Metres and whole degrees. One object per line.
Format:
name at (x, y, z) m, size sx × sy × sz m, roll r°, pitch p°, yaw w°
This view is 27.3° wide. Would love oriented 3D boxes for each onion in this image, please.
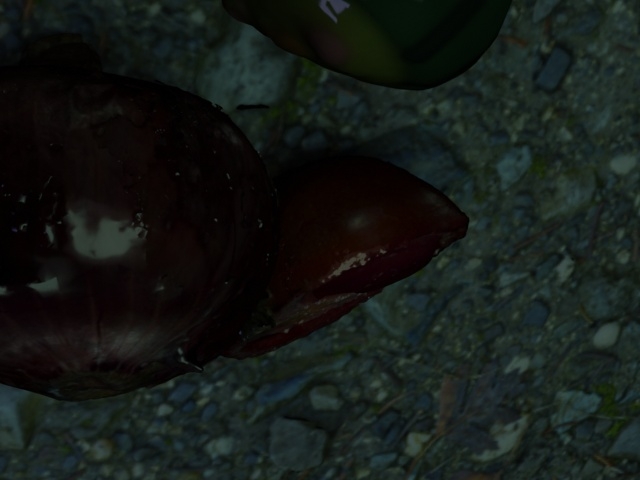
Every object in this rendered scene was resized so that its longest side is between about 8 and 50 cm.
onion at (-0.144, -0.017, 0.760) m, size 0.252 × 0.219 × 0.252 m, roll -7°, pitch 155°, yaw -3°

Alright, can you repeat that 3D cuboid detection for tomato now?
tomato at (0.000, 0.000, 0.897) m, size 0.173 × 0.099 × 0.189 m, roll -19°, pitch 168°, yaw -42°

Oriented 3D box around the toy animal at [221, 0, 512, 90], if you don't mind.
toy animal at (-0.003, -0.218, 0.694) m, size 0.191 × 0.216 × 0.338 m, roll -52°, pitch 135°, yaw -3°
